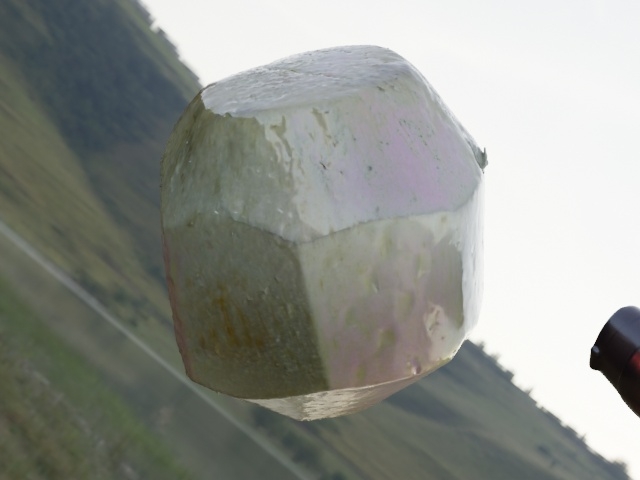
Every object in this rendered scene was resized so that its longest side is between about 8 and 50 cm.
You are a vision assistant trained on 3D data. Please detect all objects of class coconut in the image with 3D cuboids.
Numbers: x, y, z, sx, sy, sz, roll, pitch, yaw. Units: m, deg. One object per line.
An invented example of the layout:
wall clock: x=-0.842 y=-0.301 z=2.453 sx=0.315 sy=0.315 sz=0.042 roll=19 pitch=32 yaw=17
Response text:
coconut: x=0.000 y=0.000 z=0.744 sx=0.237 sy=0.197 sz=0.236 roll=169 pitch=-90 yaw=-81

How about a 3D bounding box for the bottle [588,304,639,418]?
bottle: x=0.217 y=0.097 z=0.663 sx=0.164 sy=0.060 sz=0.060 roll=44 pitch=-4 yaw=39
